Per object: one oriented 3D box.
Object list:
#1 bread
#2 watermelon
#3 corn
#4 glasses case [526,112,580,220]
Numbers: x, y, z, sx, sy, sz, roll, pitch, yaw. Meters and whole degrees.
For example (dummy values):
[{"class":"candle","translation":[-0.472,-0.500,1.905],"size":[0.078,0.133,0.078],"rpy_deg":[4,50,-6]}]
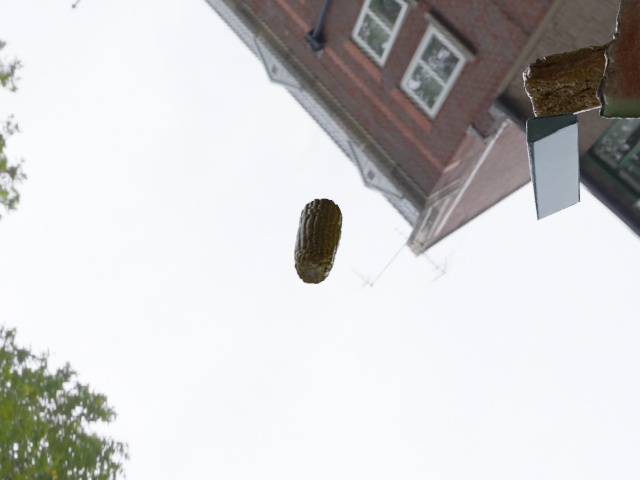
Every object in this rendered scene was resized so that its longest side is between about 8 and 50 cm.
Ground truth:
[{"class":"bread","translation":[0.751,-0.453,2.007],"size":[0.380,0.185,0.109],"rpy_deg":[-12,-144,26]},{"class":"watermelon","translation":[0.565,-0.315,1.130],"size":[0.193,0.310,0.231],"rpy_deg":[-5,-114,-43]},{"class":"corn","translation":[-0.004,-0.003,1.444],"size":[0.091,0.091,0.260],"rpy_deg":[30,-153,-12]},{"class":"glasses case","translation":[0.455,-0.148,1.459],"size":[0.105,0.266,0.056],"rpy_deg":[-25,-126,4]}]
